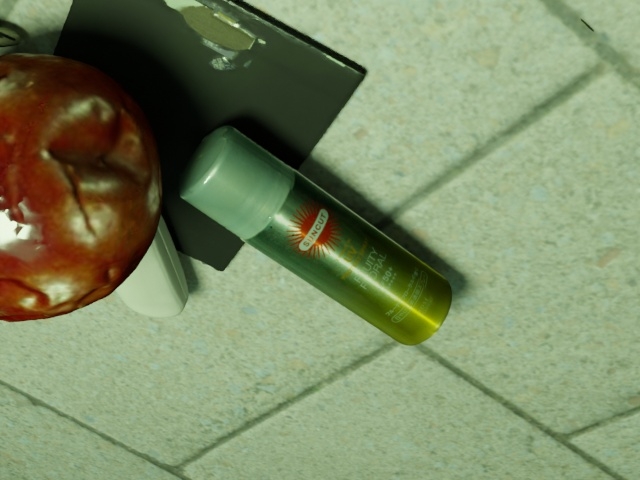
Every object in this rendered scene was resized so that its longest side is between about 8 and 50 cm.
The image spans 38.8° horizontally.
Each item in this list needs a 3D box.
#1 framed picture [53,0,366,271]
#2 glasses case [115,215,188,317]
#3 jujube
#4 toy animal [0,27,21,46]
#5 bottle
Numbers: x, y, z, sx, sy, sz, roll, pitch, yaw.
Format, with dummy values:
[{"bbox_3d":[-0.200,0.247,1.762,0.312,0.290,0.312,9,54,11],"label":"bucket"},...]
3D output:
[{"bbox_3d":[-0.139,-0.106,0.847,0.244,0.013,0.324,26,137,-13],"label":"framed picture"},{"bbox_3d":[-0.191,0.012,0.944,0.074,0.049,0.193,2,136,15],"label":"glasses case"},{"bbox_3d":[-0.277,-0.040,0.798,0.318,0.223,0.223,-11,134,44],"label":"jujube"},{"bbox_3d":[-0.335,-0.169,0.770,0.137,0.098,0.098,16,138,-3],"label":"toy animal"},{"bbox_3d":[0.000,0.000,0.857,0.286,0.082,0.082,34,135,-26],"label":"bottle"}]
